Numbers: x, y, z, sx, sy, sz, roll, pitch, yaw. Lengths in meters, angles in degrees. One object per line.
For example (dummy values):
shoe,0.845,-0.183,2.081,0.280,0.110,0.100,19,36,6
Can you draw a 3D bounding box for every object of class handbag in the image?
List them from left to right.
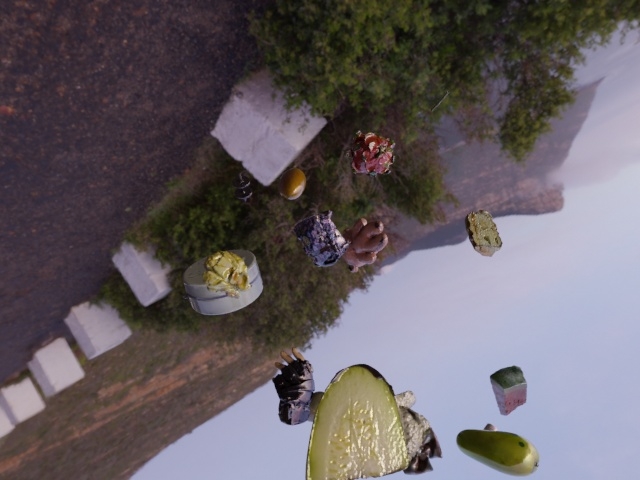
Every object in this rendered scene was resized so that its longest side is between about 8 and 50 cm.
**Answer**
handbag,0.000,0.000,1.794,0.127,0.207,0.229,-30,-176,-35

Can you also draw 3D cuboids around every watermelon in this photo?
watermelon,0.935,0.756,2.244,0.193,0.256,0.140,-14,-156,-17

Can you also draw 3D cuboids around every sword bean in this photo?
sword bean,0.407,-0.474,1.562,0.083,0.012,0.012,-47,168,28

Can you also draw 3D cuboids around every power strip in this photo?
power strip,-0.449,0.184,2.069,0.358,0.161,0.357,-10,-156,4

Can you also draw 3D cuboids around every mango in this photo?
mango,-0.127,-0.241,2.032,0.138,0.113,0.253,-42,-160,17
mango,0.644,0.768,1.684,0.293,0.142,0.175,4,166,31

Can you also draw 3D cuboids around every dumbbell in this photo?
dumbbell,-0.300,-0.204,1.762,0.069,0.069,0.147,-28,144,-21

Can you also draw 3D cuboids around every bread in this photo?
bread,0.681,-0.029,1.931,0.128,0.231,0.088,2,135,1

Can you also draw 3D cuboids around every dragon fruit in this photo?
dragon fruit,0.151,-0.283,1.461,0.137,0.236,0.135,12,114,-22

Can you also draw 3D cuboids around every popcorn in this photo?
popcorn,-0.280,0.096,1.355,0.162,0.141,0.135,-11,-139,44

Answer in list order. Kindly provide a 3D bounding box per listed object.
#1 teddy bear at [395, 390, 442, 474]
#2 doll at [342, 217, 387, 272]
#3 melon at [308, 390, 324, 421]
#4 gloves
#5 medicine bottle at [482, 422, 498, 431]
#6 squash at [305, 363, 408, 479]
teddy bear,0.280,0.755,1.885,0.327,0.362,0.375,-40,173,-20
doll,0.204,0.009,1.905,0.156,0.201,0.303,-1,165,-31
melon,-0.015,0.606,1.668,0.131,0.098,0.098,-43,171,23
gloves,-0.078,0.421,1.350,0.124,0.203,0.164,4,171,11
medicine bottle,0.677,0.791,1.857,0.089,0.052,0.052,-45,-179,-17
squash,0.073,0.416,1.052,0.237,0.154,0.204,-3,-146,-10
